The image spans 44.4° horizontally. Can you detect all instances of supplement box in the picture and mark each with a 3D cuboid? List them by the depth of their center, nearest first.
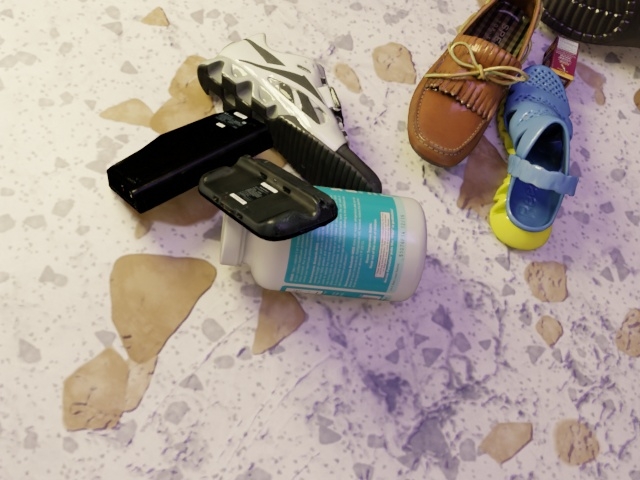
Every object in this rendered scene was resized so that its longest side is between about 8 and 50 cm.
[{"bbox_3d":[0.404,-0.295,1.333,0.043,0.055,0.083,20,63,-3],"label":"supplement box"}]

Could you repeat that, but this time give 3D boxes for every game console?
[{"bbox_3d":[-0.125,-0.075,1.008,0.213,0.044,0.361,-30,36,-22],"label":"game console"}]

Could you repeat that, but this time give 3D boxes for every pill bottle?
[{"bbox_3d":[0.000,0.000,1.057,0.264,0.146,0.146,6,65,-11],"label":"pill bottle"}]

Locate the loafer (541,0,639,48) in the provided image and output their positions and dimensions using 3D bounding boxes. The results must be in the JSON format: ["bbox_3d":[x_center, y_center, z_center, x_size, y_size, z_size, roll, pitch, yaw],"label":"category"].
[{"bbox_3d":[0.536,-0.399,1.367,0.365,0.134,0.130,23,27,13],"label":"loafer"}]

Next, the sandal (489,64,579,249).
[{"bbox_3d":[0.344,-0.148,1.209,0.126,0.138,0.318,11,63,-6],"label":"sandal"}]

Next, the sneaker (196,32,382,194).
[{"bbox_3d":[-0.014,-0.191,1.153,0.330,0.122,0.146,43,66,7],"label":"sneaker"}]

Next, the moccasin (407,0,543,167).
[{"bbox_3d":[0.254,-0.270,1.235,0.139,0.147,0.380,37,64,5],"label":"moccasin"}]
